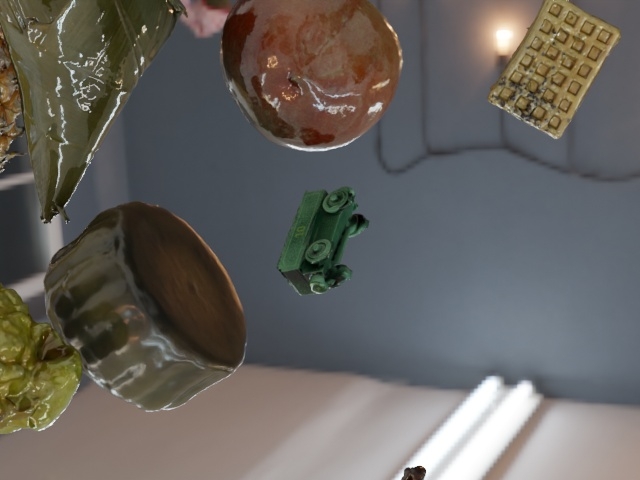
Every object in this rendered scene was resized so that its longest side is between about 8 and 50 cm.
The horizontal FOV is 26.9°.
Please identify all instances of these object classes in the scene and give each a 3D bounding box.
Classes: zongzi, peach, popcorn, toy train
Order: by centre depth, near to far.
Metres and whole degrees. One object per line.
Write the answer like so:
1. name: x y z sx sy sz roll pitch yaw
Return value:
1. popcorn: -0.450 0.132 1.616 0.286 0.173 0.225 31 -166 15
2. zongzi: -0.375 -0.292 1.723 0.181 0.418 0.447 8 158 30
3. peach: -0.017 -0.237 1.765 0.252 0.252 0.252 -2 -166 1
4. toy train: 0.000 0.000 1.771 0.099 0.070 0.172 -9 -136 31

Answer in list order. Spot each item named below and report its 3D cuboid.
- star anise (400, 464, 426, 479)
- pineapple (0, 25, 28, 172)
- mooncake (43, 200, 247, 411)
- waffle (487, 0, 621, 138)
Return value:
1. star anise: 0.137 0.446 2.026 0.190 0.220 0.126 38 -169 -10
2. pineapple: -0.645 -0.252 2.258 0.352 0.300 0.352 6 -168 -1
3. mooncake: -0.242 0.095 1.836 0.161 0.290 0.290 -34 -177 20
4. waffle: 0.271 -0.202 1.549 0.102 0.148 0.042 30 -166 -1
